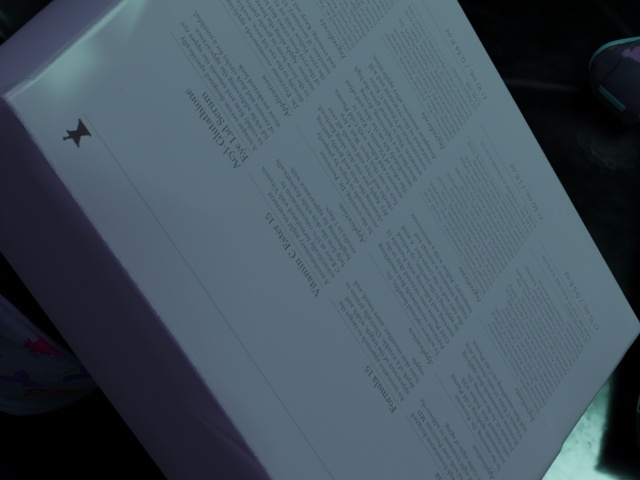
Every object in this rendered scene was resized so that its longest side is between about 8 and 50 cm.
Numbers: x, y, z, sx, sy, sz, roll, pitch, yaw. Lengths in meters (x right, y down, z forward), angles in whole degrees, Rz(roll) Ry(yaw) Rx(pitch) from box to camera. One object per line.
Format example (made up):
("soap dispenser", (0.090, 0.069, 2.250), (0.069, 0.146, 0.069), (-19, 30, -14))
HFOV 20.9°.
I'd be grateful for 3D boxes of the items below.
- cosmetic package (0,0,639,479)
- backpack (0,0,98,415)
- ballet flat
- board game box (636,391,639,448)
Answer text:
("cosmetic package", (0.000, 0.000, 0.940), (0.284, 0.097, 0.377), (-50, 117, -37))
("backpack", (-0.176, -0.027, 0.969), (0.253, 0.191, 0.225), (37, 49, -24))
("ballet flat", (0.292, -0.126, 1.251), (0.203, 0.074, 0.074), (-17, 61, -17))
("board game box", (0.372, 0.052, 1.098), (0.317, 0.046, 0.213), (6, 51, 14))
